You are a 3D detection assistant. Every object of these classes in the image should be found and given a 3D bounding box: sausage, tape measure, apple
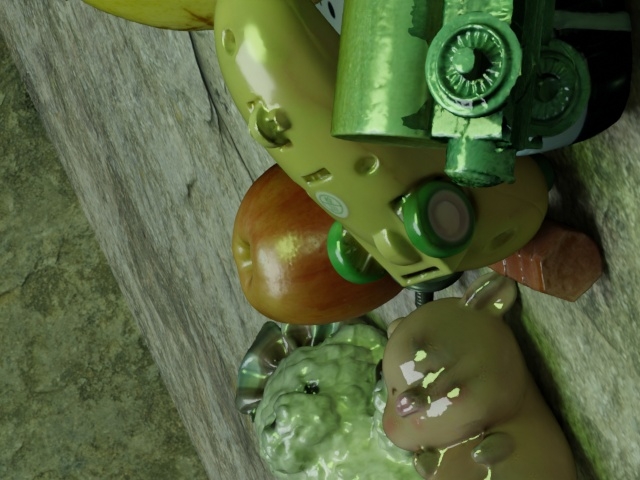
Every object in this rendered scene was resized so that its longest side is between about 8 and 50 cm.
[{"bbox_3d":[0.168,0.005,1.610,0.169,0.065,0.065,29,139,65],"label":"sausage"},{"bbox_3d":[0.148,-0.154,1.392,0.182,0.107,0.181,109,143,-63],"label":"tape measure"},{"bbox_3d":[0.000,0.000,1.938,0.199,0.199,0.199,57,161,32],"label":"apple"}]

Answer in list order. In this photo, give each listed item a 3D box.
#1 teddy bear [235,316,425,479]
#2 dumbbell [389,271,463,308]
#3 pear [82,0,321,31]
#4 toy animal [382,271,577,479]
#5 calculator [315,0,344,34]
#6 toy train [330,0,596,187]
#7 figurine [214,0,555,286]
[{"bbox_3d":[-0.003,0.244,2.063,0.362,0.375,0.327,46,117,10],"label":"teddy bear"},{"bbox_3d":[0.097,-0.019,1.776,0.081,0.081,0.254,56,160,35],"label":"dumbbell"},{"bbox_3d":[-0.091,-0.316,1.573,0.309,0.309,0.309,57,161,32],"label":"pear"},{"bbox_3d":[0.144,0.168,1.759,0.154,0.166,0.250,-3,-109,-61],"label":"toy animal"},{"bbox_3d":[0.032,-0.223,1.792,0.210,0.039,0.121,36,147,60],"label":"calculator"},{"bbox_3d":[0.085,-0.190,1.261,0.126,0.189,0.307,7,-91,-65],"label":"toy train"},{"bbox_3d":[0.054,-0.107,1.497,0.324,0.222,0.124,44,149,-18],"label":"figurine"}]
